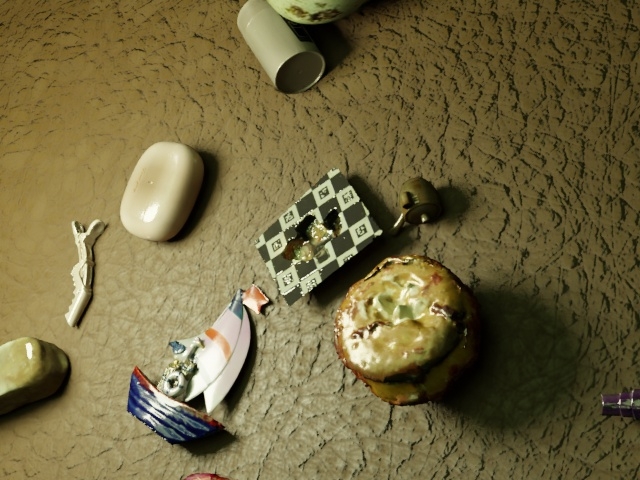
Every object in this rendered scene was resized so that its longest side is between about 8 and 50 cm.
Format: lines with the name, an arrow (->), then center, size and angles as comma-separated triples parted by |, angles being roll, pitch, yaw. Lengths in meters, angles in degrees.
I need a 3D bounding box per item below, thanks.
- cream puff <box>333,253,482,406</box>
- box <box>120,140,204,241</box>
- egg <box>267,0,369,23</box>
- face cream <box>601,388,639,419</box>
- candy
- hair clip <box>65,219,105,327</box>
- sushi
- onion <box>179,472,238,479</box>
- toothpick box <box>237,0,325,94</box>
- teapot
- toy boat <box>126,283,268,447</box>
cream puff -> 0.142, 0.145, 1.706 | 0.240, 0.164, 0.240 | -15, 49, 17
box -> -0.303, -0.095, 2.106 | 0.146, 0.088, 0.200 | 14, 78, 35
egg -> 0.028, -0.574, 2.008 | 0.287, 0.287, 0.379 | 22, 93, 35
face cream -> 0.520, 0.224, 1.502 | 0.273, 0.078, 0.078 | -5, 67, 28
candy -> -0.603, 0.267, 2.111 | 0.234, 0.104, 0.102 | -22, 59, 20
hair clip -> -0.463, 0.060, 2.165 | 0.072, 0.034, 0.226 | -12, 64, 24
sushi -> 0.000, 0.000, 1.923 | 0.210, 0.040, 0.193 | -41, 48, 11
onion -> -0.180, 0.460, 1.789 | 0.150, 0.150, 0.140 | 16, 115, 34
toothpick box -> -0.076, -0.375, 2.086 | 0.111, 0.111, 0.181 | -37, 57, 11
teapot -> 0.145, -0.054, 1.843 | 0.110, 0.085, 0.080 | -38, 52, 34
toy boat -> -0.197, 0.234, 1.931 | 0.318, 0.072, 0.219 | -34, 53, 1
